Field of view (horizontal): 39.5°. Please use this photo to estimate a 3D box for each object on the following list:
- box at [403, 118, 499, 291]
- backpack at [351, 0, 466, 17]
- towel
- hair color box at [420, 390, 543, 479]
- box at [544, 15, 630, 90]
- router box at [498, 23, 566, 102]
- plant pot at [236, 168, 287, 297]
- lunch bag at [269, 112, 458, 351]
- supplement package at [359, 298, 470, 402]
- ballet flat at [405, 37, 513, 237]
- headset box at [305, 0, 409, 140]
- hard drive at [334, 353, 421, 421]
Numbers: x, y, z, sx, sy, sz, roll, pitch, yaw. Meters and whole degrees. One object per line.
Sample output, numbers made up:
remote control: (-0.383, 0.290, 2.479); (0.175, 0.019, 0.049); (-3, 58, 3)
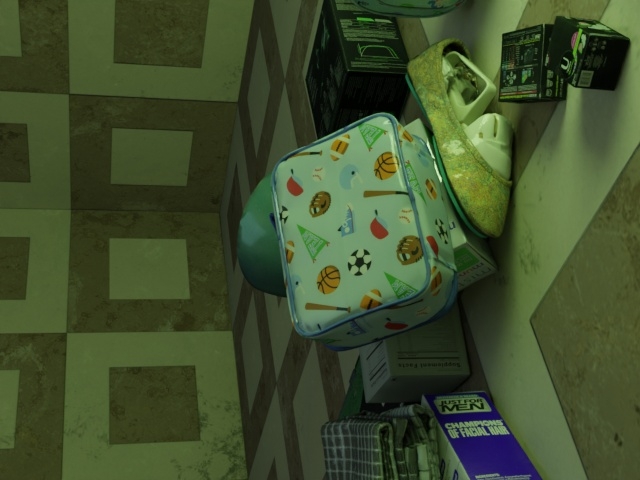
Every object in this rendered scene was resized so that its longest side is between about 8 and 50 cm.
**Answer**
box: (0.098, -0.006, 1.334); (0.261, 0.126, 0.231); (-29, 55, 21)
backpack: (0.138, -0.444, 1.309); (0.254, 0.225, 0.191); (105, 166, -55)
towel: (0.087, 0.378, 1.253); (0.235, 0.121, 0.284); (138, 129, -73)
hair color box: (0.221, 0.370, 1.173); (0.339, 0.110, 0.185); (-119, 30, -60)
box: (0.298, -0.212, 1.004); (0.083, 0.052, 0.062); (-112, 28, -59)
router box: (0.271, -0.223, 1.139); (0.122, 0.038, 0.092); (-152, 64, -75)
plant pot: (0.000, 0.000, 1.821); (0.195, 0.290, 0.290); (21, 115, 37)
lunch bag: (0.048, -0.013, 1.217); (0.243, 0.115, 0.304); (-24, 60, 27)
supplement package: (0.138, 0.127, 1.445); (0.134, 0.138, 0.244); (117, 152, -59)
ballet flat: (0.211, -0.163, 1.262); (0.123, 0.123, 0.349); (106, 157, -47)
headset box: (0.066, -0.332, 1.770); (0.246, 0.131, 0.283); (106, 159, -47)
hard drive: (0.110, 0.338, 1.585); (0.339, 0.064, 0.237); (-117, 43, -67)
